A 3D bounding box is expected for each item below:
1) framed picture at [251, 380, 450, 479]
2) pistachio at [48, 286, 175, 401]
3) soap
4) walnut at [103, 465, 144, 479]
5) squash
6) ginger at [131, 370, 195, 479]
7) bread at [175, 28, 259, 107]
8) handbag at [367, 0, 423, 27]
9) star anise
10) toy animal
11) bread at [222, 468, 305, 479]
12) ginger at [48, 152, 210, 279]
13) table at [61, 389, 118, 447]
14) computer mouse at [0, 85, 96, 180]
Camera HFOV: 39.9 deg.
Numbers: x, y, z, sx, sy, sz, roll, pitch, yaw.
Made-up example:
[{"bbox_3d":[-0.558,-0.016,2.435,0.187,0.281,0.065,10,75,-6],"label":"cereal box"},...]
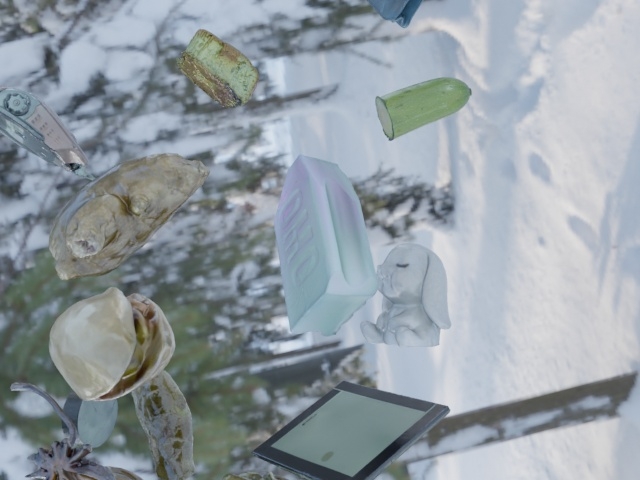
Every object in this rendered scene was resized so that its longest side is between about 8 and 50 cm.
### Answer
[{"bbox_3d":[0.051,0.369,1.701,0.347,0.265,0.016,1,120,55],"label":"framed picture"},{"bbox_3d":[-0.382,0.193,1.609,0.318,0.193,0.214,-1,73,58],"label":"pistachio"},{"bbox_3d":[0.000,0.000,1.829,0.208,0.115,0.347,-49,42,45],"label":"soap"},{"bbox_3d":[-0.483,0.674,1.985,0.344,0.306,0.306,64,173,3],"label":"walnut"},{"bbox_3d":[0.210,-0.273,1.760,0.095,0.188,0.095,159,90,-83],"label":"squash"},{"bbox_3d":[-0.353,0.417,2.018,0.109,0.116,0.263,155,101,-68],"label":"ginger"},{"bbox_3d":[-0.172,-0.289,1.496,0.140,0.069,0.128,37,170,-8],"label":"bread"},{"bbox_3d":[0.186,-0.640,2.156,0.179,0.062,0.229,-57,40,25],"label":"handbag"},{"bbox_3d":[-0.431,0.335,1.446,0.227,0.218,0.148,-104,38,-70],"label":"star anise"},{"bbox_3d":[0.231,0.139,2.279,0.271,0.206,0.265,-10,78,64],"label":"toy animal"},{"bbox_3d":[-0.090,0.573,1.772,0.238,0.252,0.196,7,-97,-60],"label":"bread"},{"bbox_3d":[-0.284,-0.050,1.277,0.123,0.270,0.219,47,-152,-9],"label":"ginger"},{"bbox_3d":[-0.476,0.359,1.826,0.133,0.043,0.134,4,-90,-67],"label":"table"},{"bbox_3d":[-0.729,-0.294,2.329,0.389,0.115,0.199,35,164,-12],"label":"computer mouse"}]
